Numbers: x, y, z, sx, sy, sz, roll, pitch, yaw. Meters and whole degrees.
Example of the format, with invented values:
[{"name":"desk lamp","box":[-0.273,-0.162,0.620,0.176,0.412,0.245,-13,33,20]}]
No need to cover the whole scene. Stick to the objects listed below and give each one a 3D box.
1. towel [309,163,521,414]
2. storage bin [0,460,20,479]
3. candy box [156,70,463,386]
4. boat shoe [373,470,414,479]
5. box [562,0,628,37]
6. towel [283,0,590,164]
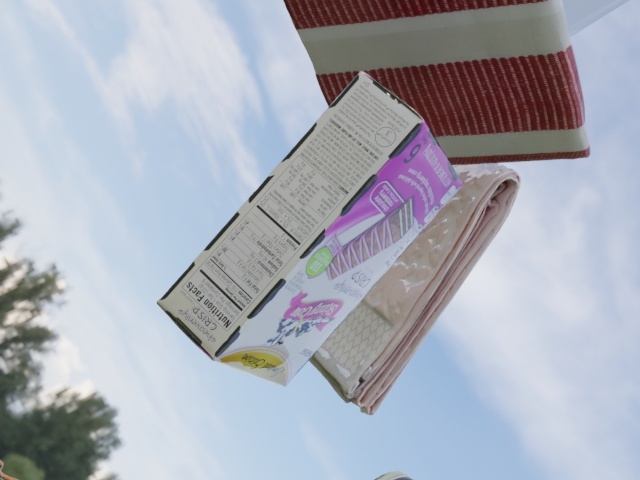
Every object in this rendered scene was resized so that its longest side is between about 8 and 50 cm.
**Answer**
[{"name":"towel","box":[0.073,0.017,1.273,0.053,0.317,0.332,34,1,-24]},{"name":"storage bin","box":[-0.237,0.181,0.646,0.135,0.098,0.091,29,-4,34]},{"name":"candy box","box":[0.000,0.000,0.821,0.071,0.233,0.159,42,2,23]},{"name":"boat shoe","box":[0.044,0.278,0.928,0.073,0.223,0.080,22,-69,26]},{"name":"box","box":[0.238,-0.421,1.139,0.345,0.215,0.168,59,1,26]},{"name":"towel","box":[0.085,-0.196,0.872,0.237,0.037,0.329,0,-45,29]}]
